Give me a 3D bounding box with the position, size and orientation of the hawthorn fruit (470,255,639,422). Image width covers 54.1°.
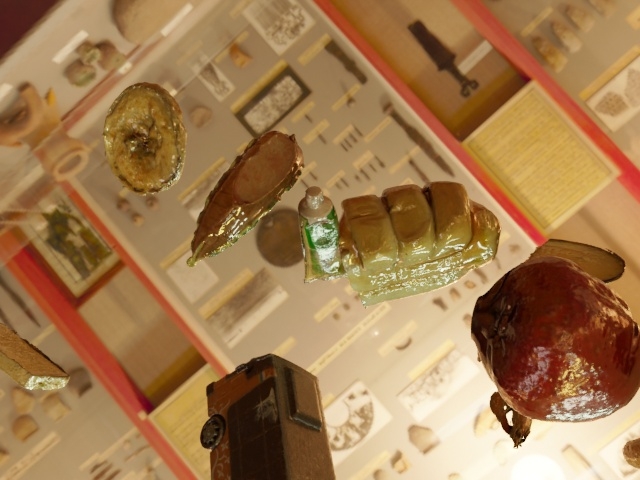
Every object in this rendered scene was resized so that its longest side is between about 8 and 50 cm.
[{"bbox_3d":[0.341,0.153,0.857,0.210,0.266,0.230,-60,-168,-2],"label":"hawthorn fruit"}]

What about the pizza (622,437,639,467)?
[{"bbox_3d":[0.893,0.543,1.535,0.278,0.409,0.114,-7,-112,49],"label":"pizza"}]

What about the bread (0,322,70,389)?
[{"bbox_3d":[-0.391,0.144,0.794,0.028,0.154,0.068,-63,155,-3],"label":"bread"}]

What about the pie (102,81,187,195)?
[{"bbox_3d":[-0.424,-0.243,1.516,0.274,0.274,0.055,-44,167,27],"label":"pie"}]

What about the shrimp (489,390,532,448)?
[{"bbox_3d":[0.454,0.418,1.481,0.101,0.042,0.190,-3,-148,13],"label":"shrimp"}]

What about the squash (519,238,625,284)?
[{"bbox_3d":[0.606,0.054,1.499,0.237,0.204,0.155,-36,153,-35],"label":"squash"}]

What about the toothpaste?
[{"bbox_3d":[0.000,0.000,0.976,0.078,0.047,0.248,-9,146,-1],"label":"toothpaste"}]

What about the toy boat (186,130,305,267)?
[{"bbox_3d":[-0.128,-0.077,1.061,0.293,0.108,0.099,-53,-177,-20],"label":"toy boat"}]

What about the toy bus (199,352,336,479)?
[{"bbox_3d":[-0.086,0.370,1.061,0.194,0.162,0.323,-35,-138,22],"label":"toy bus"}]

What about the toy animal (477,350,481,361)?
[{"bbox_3d":[0.415,0.182,1.151,0.255,0.170,0.090,-41,-148,28],"label":"toy animal"}]

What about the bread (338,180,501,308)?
[{"bbox_3d":[0.198,-0.018,1.315,0.341,0.210,0.300,-16,153,13],"label":"bread"}]
